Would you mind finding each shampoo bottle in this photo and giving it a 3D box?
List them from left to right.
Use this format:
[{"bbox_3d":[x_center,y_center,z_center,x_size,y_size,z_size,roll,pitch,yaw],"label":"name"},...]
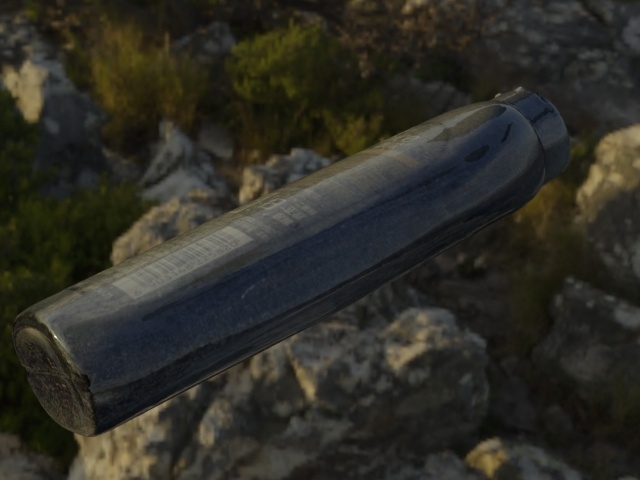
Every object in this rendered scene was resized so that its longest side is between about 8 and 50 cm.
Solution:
[{"bbox_3d":[0.000,0.000,0.455,0.233,0.049,0.087,-27,12,-29],"label":"shampoo bottle"}]
